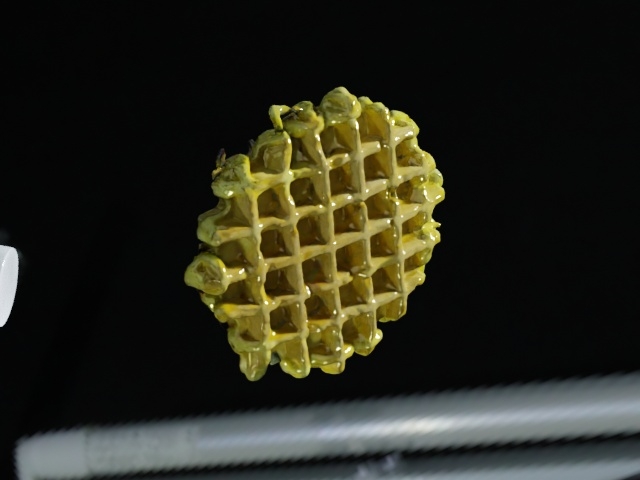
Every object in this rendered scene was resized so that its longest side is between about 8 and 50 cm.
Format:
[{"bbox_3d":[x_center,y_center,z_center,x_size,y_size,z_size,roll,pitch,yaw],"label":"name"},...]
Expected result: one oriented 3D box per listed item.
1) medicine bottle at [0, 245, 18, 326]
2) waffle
[{"bbox_3d":[-0.431,0.036,1.890,0.186,0.103,0.103,9,-135,4],"label":"medicine bottle"},{"bbox_3d":[0.007,-0.009,1.788,0.329,0.329,0.062,-41,-146,-18],"label":"waffle"}]
